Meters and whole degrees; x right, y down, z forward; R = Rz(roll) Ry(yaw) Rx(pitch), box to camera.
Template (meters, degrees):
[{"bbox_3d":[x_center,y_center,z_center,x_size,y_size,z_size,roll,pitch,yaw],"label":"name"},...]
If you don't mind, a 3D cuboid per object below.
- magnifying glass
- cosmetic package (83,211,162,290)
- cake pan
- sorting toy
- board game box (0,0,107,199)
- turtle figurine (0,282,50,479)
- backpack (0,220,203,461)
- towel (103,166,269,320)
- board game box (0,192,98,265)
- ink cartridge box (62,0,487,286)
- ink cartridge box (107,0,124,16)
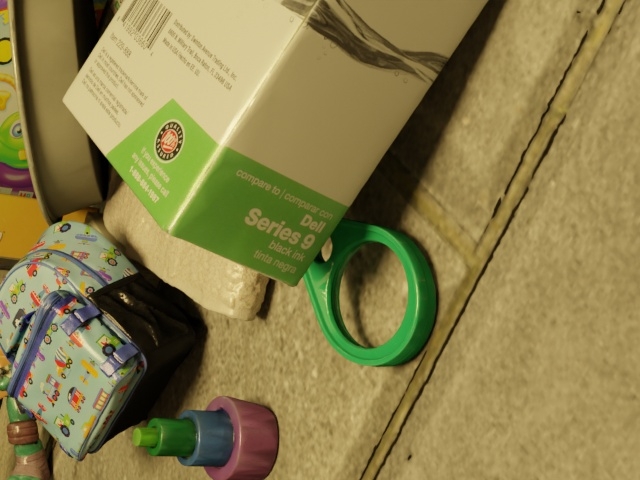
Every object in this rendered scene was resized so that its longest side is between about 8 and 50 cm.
[{"bbox_3d":[0.000,0.000,0.888,0.231,0.026,0.092,45,117,37],"label":"magnifying glass"},{"bbox_3d":[-0.191,0.026,1.188,0.115,0.041,0.060,49,125,49],"label":"cosmetic package"},{"bbox_3d":[-0.239,-0.158,1.181,0.293,0.054,0.293,175,90,-85],"label":"cake pan"},{"bbox_3d":[-0.085,0.287,0.896,0.127,0.126,0.365,-32,58,49],"label":"sorting toy"},{"bbox_3d":[-0.355,-0.190,1.390,0.144,0.142,0.275,54,127,48],"label":"board game box"},{"bbox_3d":[-0.332,0.131,1.287,0.175,0.118,0.234,10,107,43],"label":"turtle figurine"},{"bbox_3d":[-0.211,0.077,1.085,0.173,0.117,0.158,45,127,11],"label":"backpack"},{"bbox_3d":[-0.109,-0.061,1.077,0.282,0.049,0.187,27,106,55],"label":"towel"},{"bbox_3d":[-0.423,-0.019,1.297,0.242,0.317,0.064,-3,80,56],"label":"board game box"},{"bbox_3d":[-0.022,-0.150,0.843,0.289,0.121,0.211,-55,40,11],"label":"ink cartridge box"},{"bbox_3d":[-0.166,-0.214,1.134,0.029,0.115,0.063,-55,41,25],"label":"ink cartridge box"}]
